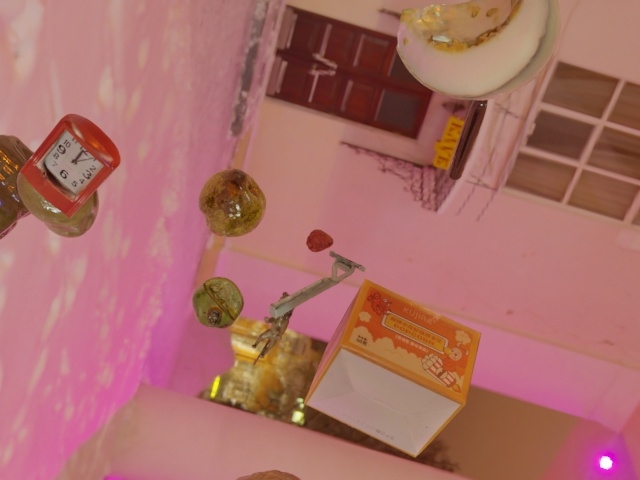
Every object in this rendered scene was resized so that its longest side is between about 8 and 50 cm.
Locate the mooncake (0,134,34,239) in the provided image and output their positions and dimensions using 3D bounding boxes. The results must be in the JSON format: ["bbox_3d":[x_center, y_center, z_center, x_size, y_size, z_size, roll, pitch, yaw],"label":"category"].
[{"bbox_3d":[-0.868,-0.089,1.800,0.378,0.201,0.378,-39,-171,8],"label":"mooncake"}]

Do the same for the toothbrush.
[{"bbox_3d":[0.327,-0.257,1.489,0.364,0.040,0.041,98,6,-54],"label":"toothbrush"}]

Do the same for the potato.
[{"bbox_3d":[-0.531,-0.082,1.445,0.194,0.157,0.157,86,15,-49],"label":"potato"}]

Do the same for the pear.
[{"bbox_3d":[-0.262,-0.104,2.030,0.197,0.197,0.197,-164,-90,-89],"label":"pear"}]

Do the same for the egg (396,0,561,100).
[{"bbox_3d":[0.290,-0.336,1.181,0.161,0.271,0.206,-7,75,-54],"label":"egg"}]

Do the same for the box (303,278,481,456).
[{"bbox_3d":[0.155,0.276,1.524,0.214,0.283,0.260,-66,-179,-46],"label":"box"}]

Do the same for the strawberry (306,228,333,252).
[{"bbox_3d":[0.000,0.000,2.145,0.083,0.073,0.073,-5,-119,42],"label":"strawberry"}]

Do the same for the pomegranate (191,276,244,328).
[{"bbox_3d":[-0.297,0.188,1.948,0.122,0.143,0.169,-28,-155,27],"label":"pomegranate"}]

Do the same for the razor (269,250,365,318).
[{"bbox_3d":[-0.018,0.120,1.763,0.278,0.111,0.056,-33,132,-33],"label":"razor"}]

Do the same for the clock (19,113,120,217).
[{"bbox_3d":[-0.407,-0.127,1.158,0.155,0.113,0.061,-36,-167,34],"label":"clock"}]

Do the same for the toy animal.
[{"bbox_3d":[-0.128,0.244,1.874,0.220,0.069,0.086,-59,173,7],"label":"toy animal"}]

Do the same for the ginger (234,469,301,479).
[{"bbox_3d":[-0.127,0.629,1.685,0.138,0.267,0.152,39,59,-47],"label":"ginger"}]
